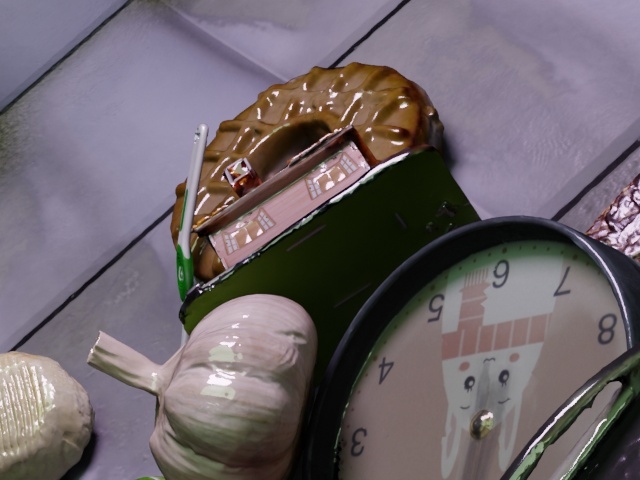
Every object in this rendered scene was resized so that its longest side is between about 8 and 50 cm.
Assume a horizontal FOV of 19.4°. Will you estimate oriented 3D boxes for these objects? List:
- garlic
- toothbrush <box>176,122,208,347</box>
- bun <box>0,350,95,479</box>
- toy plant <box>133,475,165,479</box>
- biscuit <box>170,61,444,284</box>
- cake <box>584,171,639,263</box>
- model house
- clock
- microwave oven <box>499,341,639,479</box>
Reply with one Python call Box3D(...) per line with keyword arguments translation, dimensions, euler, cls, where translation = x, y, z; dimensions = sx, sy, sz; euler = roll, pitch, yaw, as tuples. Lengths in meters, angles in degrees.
Box3D(translation=(-0.113, 0.142, 1.716), dimensions=(0.212, 0.218, 0.218), euler=(16, 53, 5), cls="garlic")
Box3D(translation=(-0.140, 0.027, 1.979), dimensions=(0.030, 0.030, 0.304), euler=(6, 88, 45), cls="toothbrush")
Box3D(translation=(-0.331, 0.205, 2.026), dimensions=(0.188, 0.111, 0.164), euler=(-29, 53, 6), cls="bun")
Box3D(translation=(-0.144, 0.277, 1.785), dimensions=(0.093, 0.093, 0.162), euler=(-46, 36, -12), cls="toy plant")
Box3D(translation=(-0.019, -0.062, 2.054), dimensions=(0.332, 0.103, 0.332), euler=(-24, 38, 20), cls="biscuit")
Box3D(translation=(0.324, 0.051, 1.624), dimensions=(0.135, 0.112, 0.246), euler=(-38, 38, 4), cls="cake")
Box3D(translation=(-0.001, 0.000, 1.857), dimensions=(0.294, 0.207, 0.154), euler=(-34, 46, 4), cls="model house")
Box3D(translation=(0.138, 0.158, 1.600), dimensions=(0.386, 0.076, 0.386), euler=(-29, 46, 35), cls="clock")
Box3D(translation=(0.295, 0.256, 1.221), dimensions=(0.394, 0.333, 0.247), euler=(-50, 33, -15), cls="microwave oven")
